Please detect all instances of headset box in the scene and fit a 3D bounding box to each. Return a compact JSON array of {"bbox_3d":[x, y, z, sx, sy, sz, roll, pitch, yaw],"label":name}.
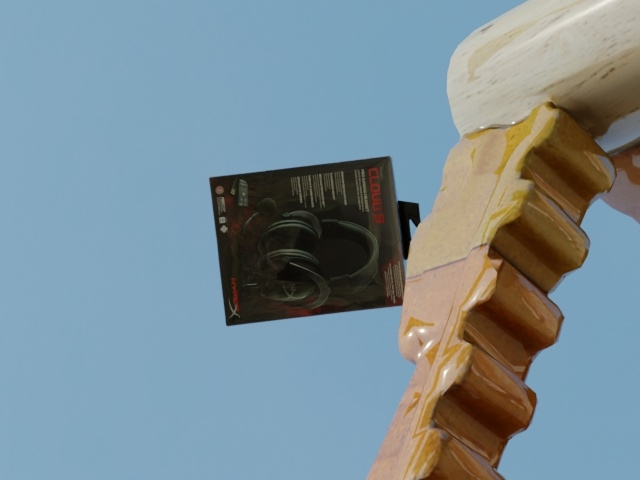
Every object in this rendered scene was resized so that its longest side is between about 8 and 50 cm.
[{"bbox_3d":[0.000,0.000,0.799,0.083,0.032,0.062,-6,-91,4],"label":"headset box"}]

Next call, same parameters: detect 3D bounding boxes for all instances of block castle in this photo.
[{"bbox_3d":[0.217,0.122,0.533,0.453,0.213,0.303,38,-124,-23],"label":"block castle"}]
